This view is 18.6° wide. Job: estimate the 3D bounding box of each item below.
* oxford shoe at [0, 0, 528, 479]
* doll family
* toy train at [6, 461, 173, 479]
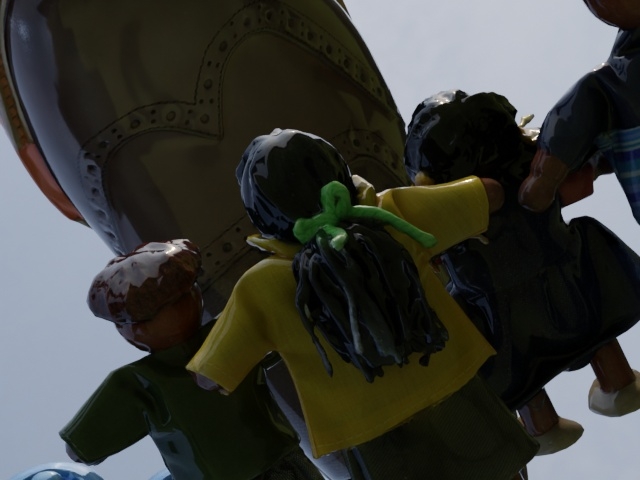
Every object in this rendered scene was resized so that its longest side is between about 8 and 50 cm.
[{"bbox_3d":[0.000,0.000,0.717,0.130,0.133,0.363,-41,-39,-2],"label":"oxford shoe"},{"bbox_3d":[0.034,0.004,0.442,0.193,0.076,0.111,-30,-79,-21],"label":"doll family"},{"bbox_3d":[-0.089,0.131,0.653,0.105,0.184,0.080,-89,-5,-56],"label":"toy train"}]
